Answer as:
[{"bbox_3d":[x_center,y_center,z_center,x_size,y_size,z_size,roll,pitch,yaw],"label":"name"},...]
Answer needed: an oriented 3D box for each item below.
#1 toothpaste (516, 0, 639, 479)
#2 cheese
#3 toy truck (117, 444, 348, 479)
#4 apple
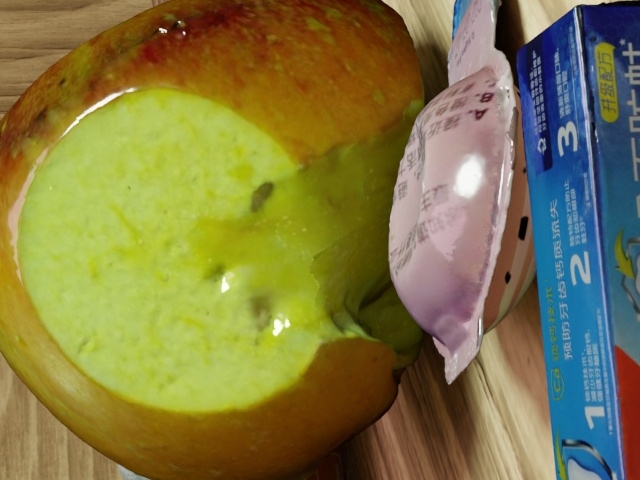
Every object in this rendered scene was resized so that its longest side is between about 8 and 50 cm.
[{"bbox_3d":[0.142,0.059,0.575,0.076,0.066,0.320,150,115,-77],"label":"toothpaste"},{"bbox_3d":[0.089,-0.055,0.774,0.189,0.074,0.286,115,162,-61],"label":"cheese"},{"bbox_3d":[-0.077,0.153,1.283,0.173,0.207,0.387,-17,71,36],"label":"toy truck"},{"bbox_3d":[-0.062,0.004,0.948,0.384,0.374,0.374,-26,64,42],"label":"apple"}]
